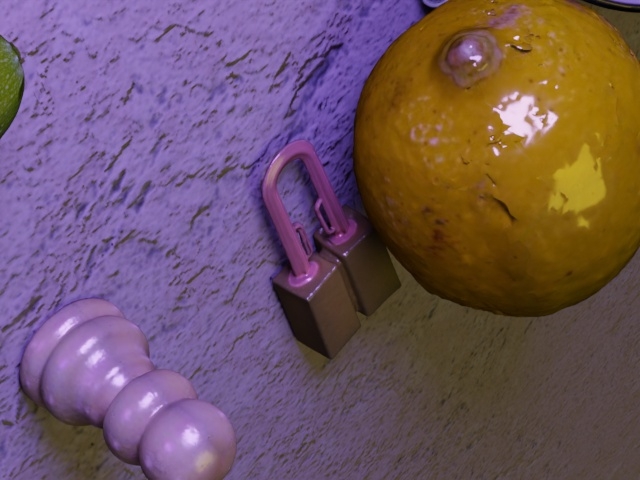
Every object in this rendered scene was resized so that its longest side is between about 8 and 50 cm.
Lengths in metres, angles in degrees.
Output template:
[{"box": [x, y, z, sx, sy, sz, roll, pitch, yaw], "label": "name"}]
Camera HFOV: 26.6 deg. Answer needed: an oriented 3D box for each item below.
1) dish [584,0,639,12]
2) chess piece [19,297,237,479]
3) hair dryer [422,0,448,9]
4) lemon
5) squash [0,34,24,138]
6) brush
[{"box": [0.252, -0.341, 1.078, 0.317, 0.106, 0.316, -2, 101, -12], "label": "dish"}, {"box": [-0.128, 0.117, 0.970, 0.094, 0.170, 0.094, -32, 137, -35], "label": "chess piece"}, {"box": [0.128, -0.247, 1.140, 0.063, 0.038, 0.124, 12, 101, -56], "label": "hair dryer"}, {"box": [0.154, -0.072, 1.105, 0.258, 0.258, 0.310, -49, 149, -15], "label": "lemon"}, {"box": [-0.307, -0.018, 0.686, 0.379, 0.101, 0.101, -36, 142, -38], "label": "squash"}, {"box": [0.000, 0.000, 1.159, 0.103, 0.047, 0.233, -46, 145, -18], "label": "brush"}]
